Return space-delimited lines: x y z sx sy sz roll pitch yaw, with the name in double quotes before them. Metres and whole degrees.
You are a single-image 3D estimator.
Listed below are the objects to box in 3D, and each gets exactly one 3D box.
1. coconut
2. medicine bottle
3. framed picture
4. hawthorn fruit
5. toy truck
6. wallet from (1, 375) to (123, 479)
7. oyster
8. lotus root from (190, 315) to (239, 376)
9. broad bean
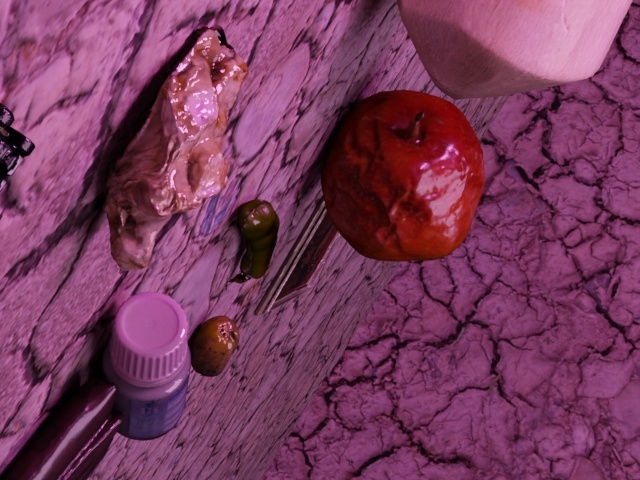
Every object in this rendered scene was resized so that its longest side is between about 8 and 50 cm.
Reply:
"coconut" 0.195 -0.261 1.687 0.265 0.237 0.237 -65 170 29
"medicine bottle" -0.160 0.117 1.520 0.083 0.083 0.203 -54 172 -24
"framed picture" 0.000 0.000 2.275 0.216 0.016 0.273 -60 172 11
"hawthorn fruit" 0.101 -0.095 1.948 0.207 0.207 0.243 -54 167 -25
"toy truck" -0.186 -0.052 0.842 0.049 0.054 0.083 -57 172 -9
"wallet" -0.265 0.240 1.496 0.229 0.049 0.182 -52 173 -28
"oyster" -0.104 -0.059 1.240 0.191 0.081 0.163 -59 177 31
"lotus root" -0.123 0.124 1.884 0.099 0.049 0.054 111 5 -49
"broad bean" -0.070 -0.001 1.783 0.069 0.039 0.227 -49 170 -20
